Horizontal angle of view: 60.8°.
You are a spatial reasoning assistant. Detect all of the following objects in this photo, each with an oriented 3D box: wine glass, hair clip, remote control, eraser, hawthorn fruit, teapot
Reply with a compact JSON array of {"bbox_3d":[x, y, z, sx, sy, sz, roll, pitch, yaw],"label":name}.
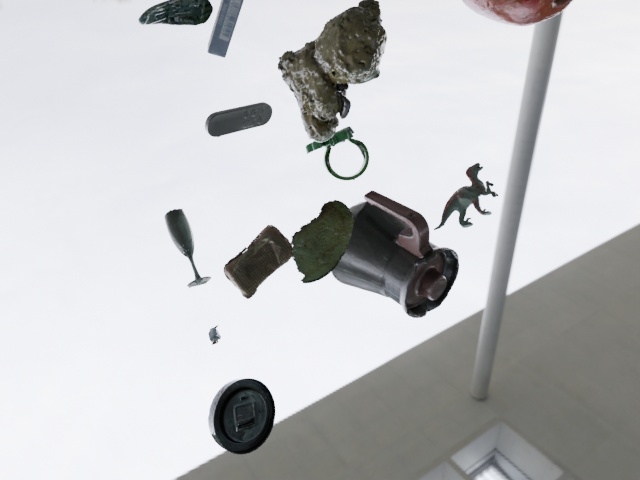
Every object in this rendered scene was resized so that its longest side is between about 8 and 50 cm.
[{"bbox_3d":[-0.333,0.016,1.346,0.066,0.066,0.197,-18,-107,-24],"label":"wine glass"},{"bbox_3d":[-0.320,-0.499,1.196,0.036,0.066,0.229,35,-143,11],"label":"hair clip"},{"bbox_3d":[-0.248,-0.372,1.674,0.245,0.077,0.022,-25,-131,-38],"label":"remote control"},{"bbox_3d":[-0.214,-0.545,1.283,0.046,0.212,0.091,16,-150,-20],"label":"eraser"},{"bbox_3d":[0.405,-0.570,1.089,0.285,0.284,0.284,-1,-148,1],"label":"hawthorn fruit"},{"bbox_3d":[0.221,0.031,1.653,0.306,0.375,0.362,-36,-131,-27],"label":"teapot"}]

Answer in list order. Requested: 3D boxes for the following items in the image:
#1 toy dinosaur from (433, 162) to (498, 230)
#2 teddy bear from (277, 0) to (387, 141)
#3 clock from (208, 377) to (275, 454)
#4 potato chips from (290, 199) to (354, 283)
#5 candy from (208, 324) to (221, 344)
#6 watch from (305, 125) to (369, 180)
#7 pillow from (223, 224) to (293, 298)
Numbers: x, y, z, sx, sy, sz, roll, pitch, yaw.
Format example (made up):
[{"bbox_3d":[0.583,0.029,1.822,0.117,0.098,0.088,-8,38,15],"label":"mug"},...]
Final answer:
[{"bbox_3d":[0.392,-0.110,1.516,0.242,0.053,0.167,-28,-118,-9],"label":"toy dinosaur"},{"bbox_3d":[0.036,-0.366,1.111,0.256,0.156,0.266,-19,-123,45],"label":"teddy bear"},{"bbox_3d":[-0.229,0.512,1.600,0.215,0.214,0.042,-32,-165,-39],"label":"clock"},{"bbox_3d":[0.000,0.000,1.264,0.143,0.209,0.026,10,170,-11],"label":"potato chips"},{"bbox_3d":[-0.257,0.230,1.331,0.030,0.020,0.083,-34,-157,-4],"label":"candy"},{"bbox_3d":[0.055,-0.247,1.620,0.165,0.151,0.131,-26,-169,-1],"label":"watch"},{"bbox_3d":[-0.180,0.058,1.590,0.211,0.034,0.135,-45,-114,1],"label":"pillow"}]
